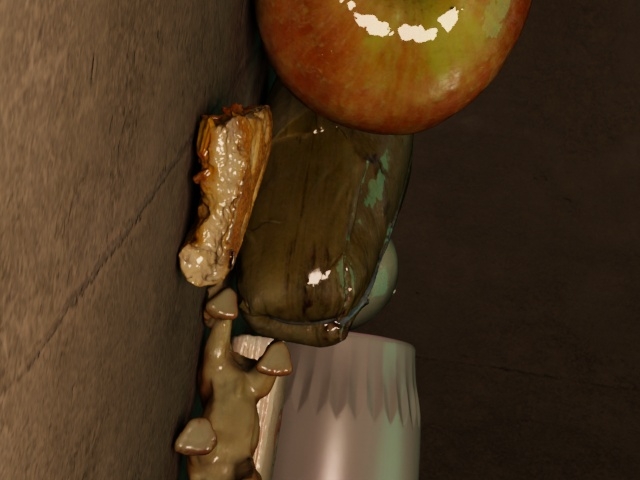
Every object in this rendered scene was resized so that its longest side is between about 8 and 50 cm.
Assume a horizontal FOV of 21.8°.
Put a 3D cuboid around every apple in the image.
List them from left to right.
[{"bbox_3d":[0.067,-0.260,1.604,0.309,0.277,0.250,-59,-174,3],"label":"apple"}]

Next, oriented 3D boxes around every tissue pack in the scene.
[{"bbox_3d":[-0.092,0.275,1.903,0.170,0.071,0.325,92,6,-80],"label":"tissue pack"}]

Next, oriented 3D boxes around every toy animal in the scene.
[{"bbox_3d":[-0.095,0.188,1.579,0.157,0.097,0.312,117,-16,-57],"label":"toy animal"}]

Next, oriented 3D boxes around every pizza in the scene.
[{"bbox_3d":[-0.081,-0.054,1.381,0.161,0.062,0.182,106,0,-55],"label":"pizza"}]

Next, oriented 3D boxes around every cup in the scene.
[{"bbox_3d":[0.006,0.306,2.121,0.253,0.253,0.371,78,20,-82],"label":"cup"}]

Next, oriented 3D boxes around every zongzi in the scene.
[{"bbox_3d":[0.008,-0.110,1.760,0.356,0.174,0.393,-72,171,-52],"label":"zongzi"}]

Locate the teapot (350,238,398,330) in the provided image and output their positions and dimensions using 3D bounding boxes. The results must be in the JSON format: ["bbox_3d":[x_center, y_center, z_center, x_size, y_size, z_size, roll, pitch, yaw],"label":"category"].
[{"bbox_3d":[0.000,0.000,2.124,0.251,0.184,0.183,70,26,-57],"label":"teapot"}]
